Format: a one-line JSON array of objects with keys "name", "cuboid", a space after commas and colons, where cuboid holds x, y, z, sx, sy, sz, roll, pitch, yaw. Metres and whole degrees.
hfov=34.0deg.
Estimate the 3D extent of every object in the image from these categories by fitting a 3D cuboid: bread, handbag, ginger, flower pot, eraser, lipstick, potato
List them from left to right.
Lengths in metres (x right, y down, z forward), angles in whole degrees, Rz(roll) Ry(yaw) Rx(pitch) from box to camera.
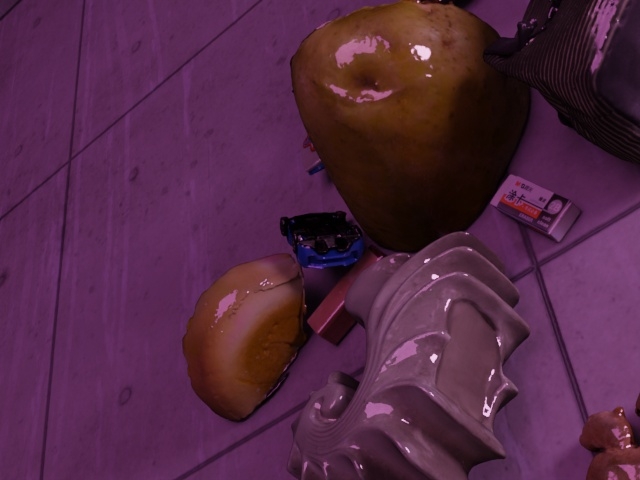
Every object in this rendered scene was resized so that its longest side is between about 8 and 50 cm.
[{"name": "bread", "cuboid": [-0.122, 0.123, 1.542, 0.261, 0.156, 0.158, -54, 38, 0]}, {"name": "lipstick", "cuboid": [0.046, 0.077, 1.484, 0.145, 0.045, 0.045, -50, 39, 5]}, {"name": "potato", "cuboid": [0.102, -0.156, 1.414, 0.330, 0.280, 0.213, -32, 40, 25]}, {"name": "flower pot", "cuboid": [0.109, 0.151, 1.246, 0.254, 0.164, 0.368, -27, 33, 46]}, {"name": "eraser", "cuboid": [0.274, -0.043, 1.339, 0.052, 0.029, 0.122, -54, 37, 0]}, {"name": "ginger", "cuboid": [0.303, 0.229, 1.075, 0.258, 0.065, 0.149, -37, 27, 32]}, {"name": "handbag", "cuboid": [0.361, -0.277, 1.244, 0.240, 0.247, 0.341, 23, 90, 55]}]

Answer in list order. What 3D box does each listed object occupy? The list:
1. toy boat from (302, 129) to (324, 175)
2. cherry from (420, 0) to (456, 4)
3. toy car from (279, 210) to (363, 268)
[{"name": "toy boat", "cuboid": [0.045, -0.234, 1.692, 0.129, 0.088, 0.295, 11, 70, 51]}, {"name": "cherry", "cuboid": [0.200, -0.464, 1.684, 0.148, 0.115, 0.188, -47, 27, 43]}, {"name": "toy car", "cuboid": [0.000, 0.000, 1.533, 0.216, 0.103, 0.063, -130, 34, -76]}]
